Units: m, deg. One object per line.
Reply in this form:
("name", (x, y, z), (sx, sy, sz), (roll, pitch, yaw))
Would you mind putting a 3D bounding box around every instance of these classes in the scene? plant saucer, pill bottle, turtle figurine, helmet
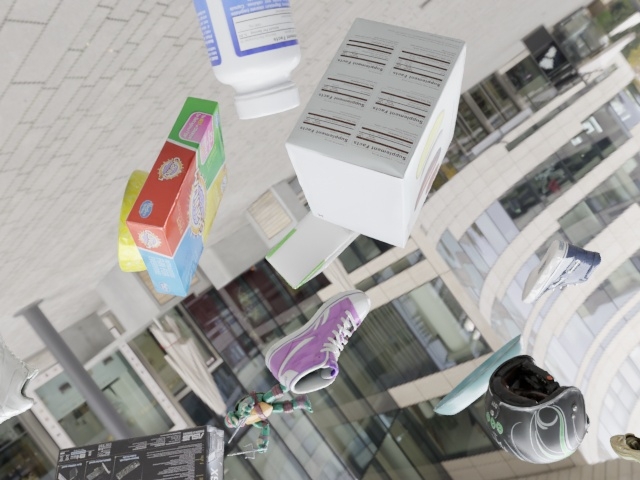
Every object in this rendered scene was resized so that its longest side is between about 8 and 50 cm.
("plant saucer", (0.441, 0.374, 1.302), (0.318, 0.043, 0.317), (-36, 160, -16))
("pill bottle", (-0.118, -0.348, 0.784), (0.153, 0.271, 0.152), (-11, -158, 5))
("turtle figurine", (-0.146, 0.413, 1.142), (0.234, 0.175, 0.118), (-27, -137, -3))
("helmet", (0.375, 0.302, 0.834), (0.170, 0.161, 0.169), (-19, -157, 8))

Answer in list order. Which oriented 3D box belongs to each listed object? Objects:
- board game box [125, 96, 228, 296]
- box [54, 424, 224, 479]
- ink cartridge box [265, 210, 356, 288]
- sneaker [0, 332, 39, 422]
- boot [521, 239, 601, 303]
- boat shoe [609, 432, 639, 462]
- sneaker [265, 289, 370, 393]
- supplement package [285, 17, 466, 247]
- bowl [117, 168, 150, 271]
("board game box", (-0.265, -0.085, 0.944), (0.242, 0.064, 0.316), (97, 3, -56))
("box", (-0.326, 0.479, 0.845), (0.308, 0.242, 0.076), (-13, 148, 8))
("ink cartridge box", (0.000, 0.000, 1.249), (0.198, 0.115, 0.273), (-45, 175, 13))
("sneaker", (-0.738, 0.305, 1.137), (0.115, 0.232, 0.090), (-15, 169, -23))
("boot", (0.482, 0.079, 0.968), (0.190, 0.086, 0.069), (95, 15, -53))
("boat shoe", (0.808, 0.525, 1.228), (0.068, 0.072, 0.190), (-34, 176, -8))
("sneaker", (0.030, 0.229, 1.049), (0.282, 0.102, 0.161), (-39, -152, -16))
("supplement package", (0.081, -0.135, 0.635), (0.203, 0.149, 0.194), (-63, 161, -17))
("bowl", (-0.460, -0.048, 1.357), (0.156, 0.289, 0.289), (7, 173, -11))
